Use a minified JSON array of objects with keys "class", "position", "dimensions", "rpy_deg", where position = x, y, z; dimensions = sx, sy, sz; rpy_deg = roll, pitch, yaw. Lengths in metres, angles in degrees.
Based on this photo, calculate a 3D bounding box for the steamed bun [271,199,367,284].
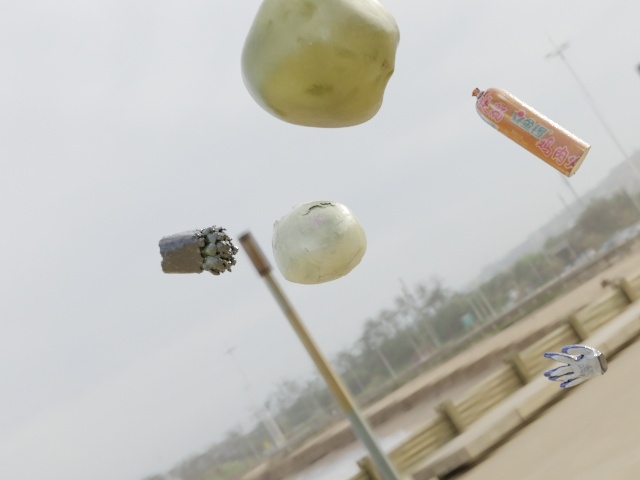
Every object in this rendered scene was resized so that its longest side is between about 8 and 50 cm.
[{"class":"steamed bun","position":[0.000,0.000,1.473],"dimensions":[0.129,0.113,0.091],"rpy_deg":[-11,-32,-10]}]

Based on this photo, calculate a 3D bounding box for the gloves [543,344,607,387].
[{"class":"gloves","position":[0.352,0.172,1.503],"dimensions":[0.086,0.064,0.026],"rpy_deg":[-22,19,22]}]

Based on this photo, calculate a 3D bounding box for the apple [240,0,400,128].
[{"class":"apple","position":[-0.001,-0.299,1.698],"dimensions":[0.262,0.262,0.262],"rpy_deg":[-32,-8,-5]}]

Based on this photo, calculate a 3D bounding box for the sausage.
[{"class":"sausage","position":[0.364,-0.202,1.914],"dimensions":[0.071,0.234,0.071],"rpy_deg":[-47,-18,-21]}]

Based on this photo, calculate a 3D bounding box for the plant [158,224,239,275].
[{"class":"plant","position":[-0.221,0.020,1.966],"dimensions":[0.143,0.092,0.094],"rpy_deg":[-5,4,0]}]
